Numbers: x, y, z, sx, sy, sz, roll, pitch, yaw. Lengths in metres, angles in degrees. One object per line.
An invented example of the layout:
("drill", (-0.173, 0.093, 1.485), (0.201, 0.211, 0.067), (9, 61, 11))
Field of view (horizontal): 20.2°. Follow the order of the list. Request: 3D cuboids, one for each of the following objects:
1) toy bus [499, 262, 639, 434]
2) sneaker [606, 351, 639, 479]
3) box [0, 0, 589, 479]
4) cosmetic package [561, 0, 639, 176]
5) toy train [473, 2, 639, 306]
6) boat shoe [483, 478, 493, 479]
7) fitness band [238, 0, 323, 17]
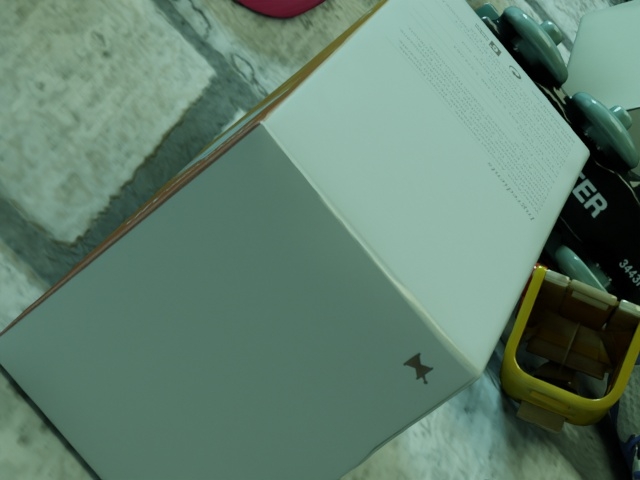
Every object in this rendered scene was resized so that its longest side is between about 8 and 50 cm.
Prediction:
("toy bus", (0.182, 0.090, 1.343), (0.202, 0.191, 0.104), (31, 78, -35))
("sneaker", (0.295, 0.206, 1.378), (0.131, 0.112, 0.296), (10, 49, -53))
("box", (0.000, 0.000, 1.048), (0.168, 0.215, 0.345), (50, 27, -6))
("cosmetic package", (0.306, -0.109, 1.720), (0.309, 0.113, 0.160), (-66, 137, -60))
("toy train", (0.192, -0.056, 1.488), (0.334, 0.142, 0.190), (49, -2, 2))
("boat shoe", (0.079, 0.204, 1.095), (0.081, 0.079, 0.227), (47, 21, 8))
("fitness band", (-0.052, -0.287, 1.488), (0.209, 0.054, 0.291), (54, 28, -5))
